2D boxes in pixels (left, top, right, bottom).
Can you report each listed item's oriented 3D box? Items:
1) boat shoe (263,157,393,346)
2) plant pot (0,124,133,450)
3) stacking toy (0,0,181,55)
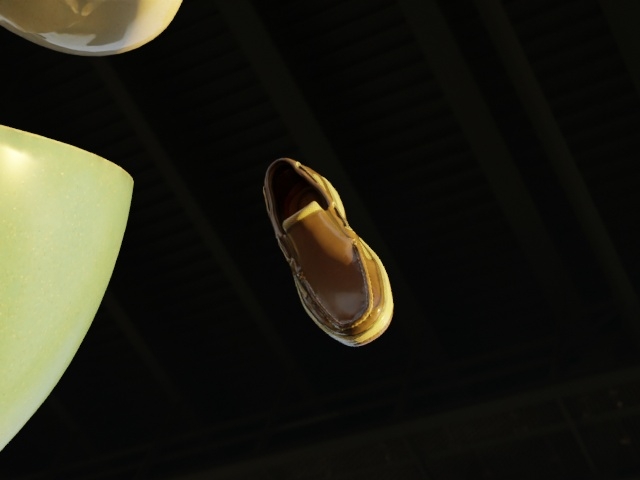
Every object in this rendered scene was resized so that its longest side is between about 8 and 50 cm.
[{"bbox_3d":[-0.007,0.005,1.216,0.095,0.257,0.095,-37,-48,6],"label":"boat shoe"},{"bbox_3d":[-0.267,0.043,0.683,0.290,0.290,0.195,2,-98,16],"label":"plant pot"},{"bbox_3d":[-0.105,-0.397,0.878,0.351,0.480,0.350,29,-35,23],"label":"stacking toy"}]
